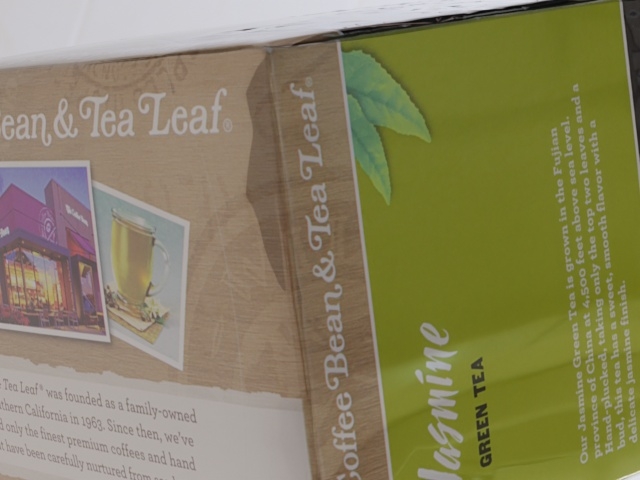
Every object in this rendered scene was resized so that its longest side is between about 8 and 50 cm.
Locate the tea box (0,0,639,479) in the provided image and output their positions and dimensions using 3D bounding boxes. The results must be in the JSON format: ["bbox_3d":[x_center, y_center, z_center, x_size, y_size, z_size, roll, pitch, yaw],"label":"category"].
[{"bbox_3d":[0.000,0.000,0.820,0.323,0.220,0.329,-13,-170,-40],"label":"tea box"}]
